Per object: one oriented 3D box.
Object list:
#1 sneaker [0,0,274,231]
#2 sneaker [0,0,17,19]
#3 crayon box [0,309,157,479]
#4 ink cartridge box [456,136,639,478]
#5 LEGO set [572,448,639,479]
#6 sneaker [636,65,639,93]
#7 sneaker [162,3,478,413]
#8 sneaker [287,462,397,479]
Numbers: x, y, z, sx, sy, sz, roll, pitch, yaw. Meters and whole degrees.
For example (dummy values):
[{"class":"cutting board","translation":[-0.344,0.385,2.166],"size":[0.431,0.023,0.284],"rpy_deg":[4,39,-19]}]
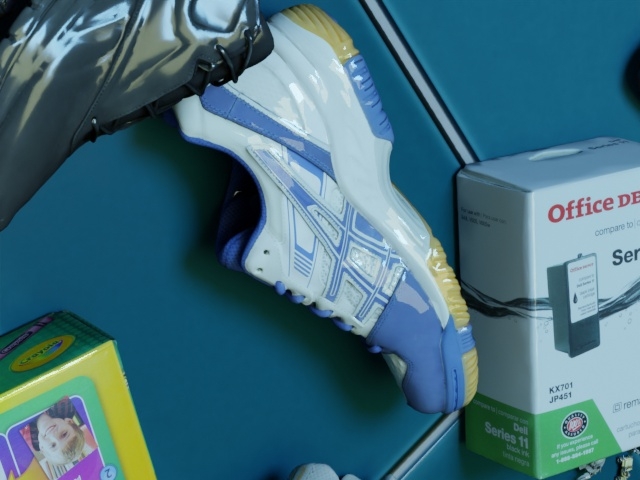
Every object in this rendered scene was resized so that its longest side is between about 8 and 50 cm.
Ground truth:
[{"class":"sneaker","translation":[-0.101,-0.114,1.008],"size":[0.130,0.109,0.286],"rpy_deg":[36,83,-8]},{"class":"sneaker","translation":[-0.215,-0.214,0.951],"size":[0.087,0.083,0.221],"rpy_deg":[-43,125,-26]},{"class":"crayon box","translation":[-0.229,0.175,1.034],"size":[0.278,0.081,0.165],"rpy_deg":[-25,115,-26]},{"class":"ink cartridge box","translation":[0.181,0.043,1.262],"size":[0.153,0.087,0.208],"rpy_deg":[-13,108,-30]},{"class":"LEGO set","translation":[0.213,0.159,1.350],"size":[0.083,0.023,0.054],"rpy_deg":[6,98,-34]},{"class":"sneaker","translation":[0.337,-0.087,1.313],"size":[0.235,0.097,0.084],"rpy_deg":[24,99,-30]},{"class":"sneaker","translation":[0.000,0.000,1.141],"size":[0.131,0.112,0.296],"rpy_deg":[-29,113,-7]},{"class":"sneaker","translation":[-0.027,0.205,1.145],"size":[0.262,0.099,0.121],"rpy_deg":[1,88,-61]}]
